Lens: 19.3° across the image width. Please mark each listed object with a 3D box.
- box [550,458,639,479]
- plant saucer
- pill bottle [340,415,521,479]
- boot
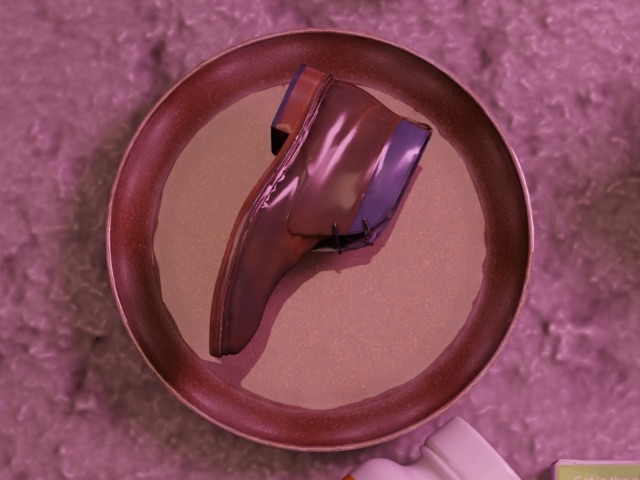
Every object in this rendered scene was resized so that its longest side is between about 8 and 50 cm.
[{"bbox_3d":[0.281,0.314,1.326,0.232,0.058,0.322,0,83,0],"label":"box"},{"bbox_3d":[0.000,0.000,1.378,0.311,0.050,0.310,0,81,1],"label":"plant saucer"},{"bbox_3d":[0.034,0.238,1.296,0.246,0.136,0.136,-40,83,-5],"label":"pill bottle"},{"bbox_3d":[-0.002,-0.009,1.315,0.106,0.082,0.219,19,80,5],"label":"boot"}]
